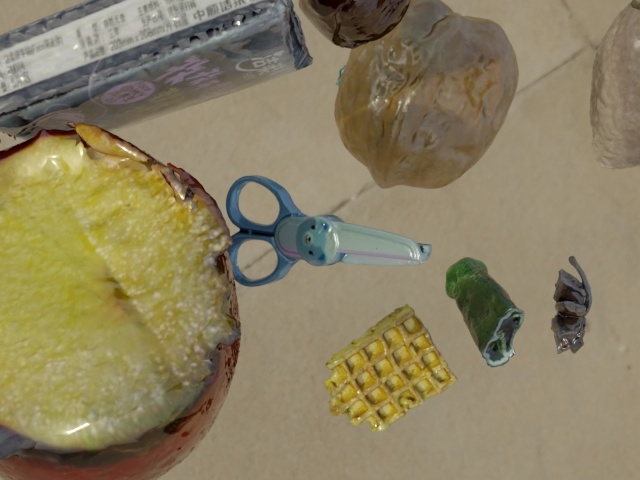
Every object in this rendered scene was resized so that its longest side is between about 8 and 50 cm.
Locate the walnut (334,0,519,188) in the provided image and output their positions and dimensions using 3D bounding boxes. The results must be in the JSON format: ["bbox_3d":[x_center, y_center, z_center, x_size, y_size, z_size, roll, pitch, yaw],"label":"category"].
[{"bbox_3d":[0.180,-0.250,1.676,0.306,0.306,0.344,17,102,-23],"label":"walnut"}]

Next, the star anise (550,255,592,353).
[{"bbox_3d":[0.589,0.155,2.202,0.089,0.209,0.231,8,94,15],"label":"star anise"}]

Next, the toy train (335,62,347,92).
[{"bbox_3d":[0.133,-0.339,2.058,0.163,0.112,0.203,38,65,20],"label":"toy train"}]

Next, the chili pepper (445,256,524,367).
[{"bbox_3d":[0.329,0.123,1.945,0.099,0.136,0.270,-9,33,-8],"label":"chili pepper"}]

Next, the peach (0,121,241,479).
[{"bbox_3d":[-0.241,0.077,0.969,0.339,0.416,0.353,-31,112,-8],"label":"peach"}]

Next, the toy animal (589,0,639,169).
[{"bbox_3d":[0.506,-0.243,1.331,0.188,0.358,0.226,-17,66,-51],"label":"toy animal"}]

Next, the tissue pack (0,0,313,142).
[{"bbox_3d":[-0.197,-0.213,1.103,0.361,0.259,0.122,-20,88,6],"label":"tissue pack"}]

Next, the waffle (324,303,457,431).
[{"bbox_3d":[0.104,0.230,1.577,0.211,0.055,0.160,-35,104,-4],"label":"waffle"}]

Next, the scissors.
[{"bbox_3d":[0.000,0.000,0.999,0.030,0.256,0.125,-7,103,-55],"label":"scissors"}]

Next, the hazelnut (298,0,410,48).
[{"bbox_3d":[0.050,-0.355,1.313,0.160,0.202,0.170,20,101,-6],"label":"hazelnut"}]
